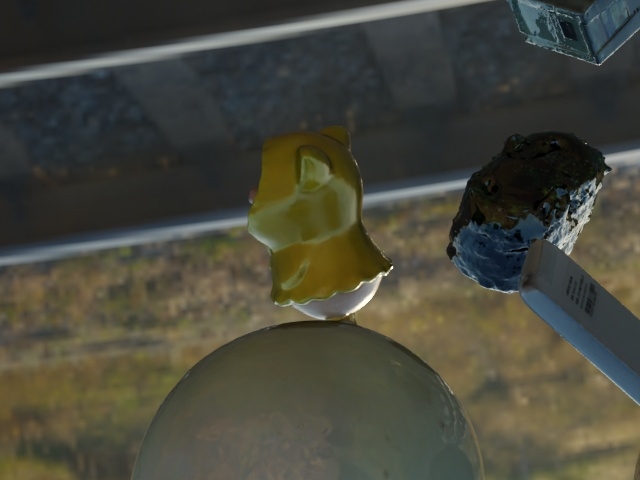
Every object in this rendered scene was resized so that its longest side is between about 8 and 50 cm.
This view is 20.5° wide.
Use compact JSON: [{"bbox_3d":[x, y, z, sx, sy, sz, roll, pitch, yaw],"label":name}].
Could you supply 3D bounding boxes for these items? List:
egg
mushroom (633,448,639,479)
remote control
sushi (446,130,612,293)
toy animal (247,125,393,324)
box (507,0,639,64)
[{"bbox_3d":[-0.015,0.211,1.423,0.283,0.283,0.345,-11,-168,15],"label":"egg"},{"bbox_3d":[0.444,0.248,1.512,0.362,0.362,0.294,-13,-160,25],"label":"mushroom"},{"bbox_3d":[0.230,0.099,1.191,0.029,0.261,0.067,-42,-167,32],"label":"remote control"},{"bbox_3d":[0.242,-0.042,2.033,0.225,0.124,0.127,-38,153,-42],"label":"sushi"},{"bbox_3d":[0.001,-0.002,1.846,0.156,0.229,0.156,-10,-169,2],"label":"toy animal"},{"bbox_3d":[0.175,-0.163,1.202,0.085,0.063,0.060,27,156,43],"label":"box"}]
